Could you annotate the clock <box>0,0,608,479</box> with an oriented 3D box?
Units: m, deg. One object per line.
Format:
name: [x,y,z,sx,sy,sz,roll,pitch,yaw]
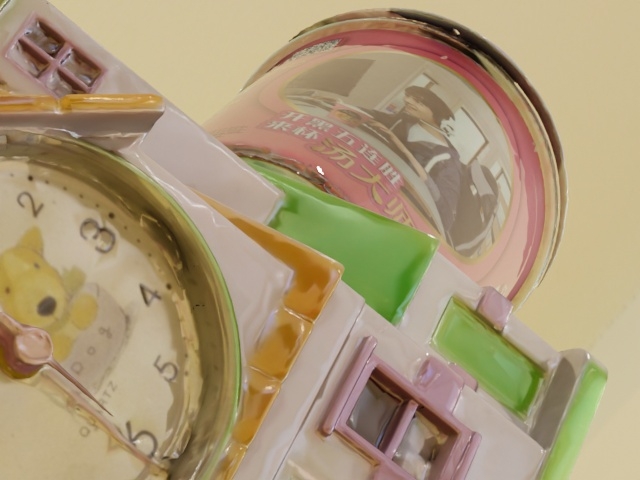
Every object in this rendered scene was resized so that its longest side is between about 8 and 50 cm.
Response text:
clock: [-0.090,0.054,0.438,0.309,0.235,0.166,38,-33,-16]

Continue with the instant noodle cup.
instant noodle cup: [0.000,0.000,0.789,0.244,0.255,0.244,6,-73,19]
